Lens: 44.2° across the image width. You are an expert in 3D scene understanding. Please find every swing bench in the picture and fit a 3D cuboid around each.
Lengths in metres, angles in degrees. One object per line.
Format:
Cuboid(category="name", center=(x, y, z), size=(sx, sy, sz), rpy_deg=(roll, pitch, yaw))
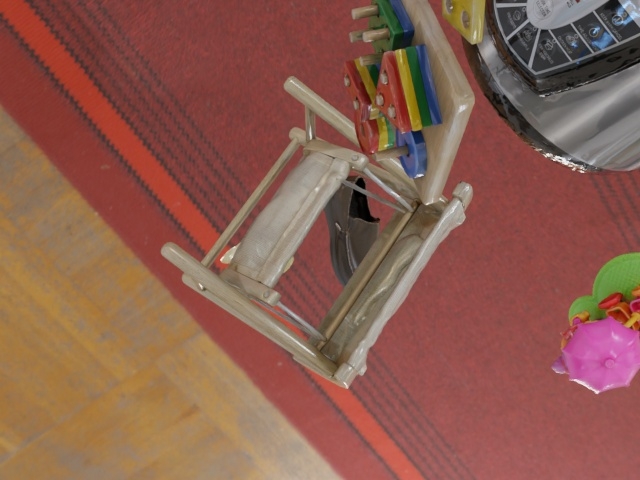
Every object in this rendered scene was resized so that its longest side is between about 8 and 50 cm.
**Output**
Cuboid(category="swing bench", center=(0.000, 0.000, 0.917), size=(0.254, 0.165, 0.253), rpy_deg=(34, 78, 8))

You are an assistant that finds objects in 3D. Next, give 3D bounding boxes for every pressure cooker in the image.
Cuboid(category="pressure cooker", center=(0.415, -0.321, 0.930), size=(0.369, 0.376, 0.420), rpy_deg=(27, 146, -18))

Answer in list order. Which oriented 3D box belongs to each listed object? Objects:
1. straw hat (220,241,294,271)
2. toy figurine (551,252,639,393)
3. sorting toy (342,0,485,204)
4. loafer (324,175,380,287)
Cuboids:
Cuboid(category="straw hat", center=(-0.079, 0.026, 1.238), size=(0.144, 0.144, 0.061), rpy_deg=(-30, 78, 8))
Cuboid(category="toy figurine", center=(0.314, 0.109, 0.881), size=(0.173, 0.159, 0.130), rpy_deg=(-31, 87, 50))
Cuboid(category="sorting toy", center=(0.057, -0.115, 0.582), size=(0.046, 0.132, 0.275), rpy_deg=(-14, 154, -11))
Cuboid(category="loafer", center=(0.060, -0.009, 1.298), size=(0.078, 0.080, 0.220), rpy_deg=(-22, 80, 42))
